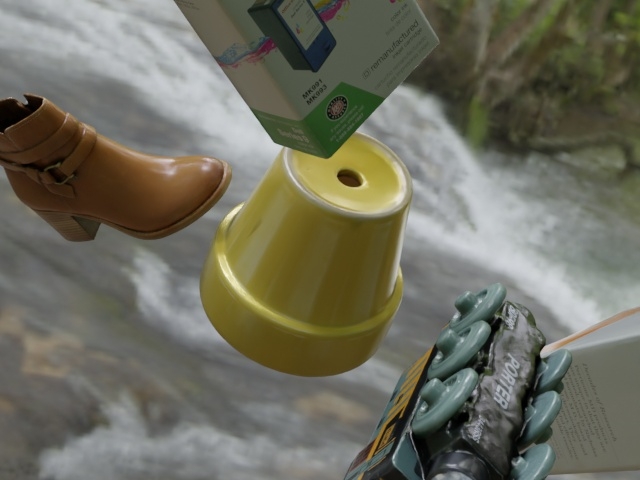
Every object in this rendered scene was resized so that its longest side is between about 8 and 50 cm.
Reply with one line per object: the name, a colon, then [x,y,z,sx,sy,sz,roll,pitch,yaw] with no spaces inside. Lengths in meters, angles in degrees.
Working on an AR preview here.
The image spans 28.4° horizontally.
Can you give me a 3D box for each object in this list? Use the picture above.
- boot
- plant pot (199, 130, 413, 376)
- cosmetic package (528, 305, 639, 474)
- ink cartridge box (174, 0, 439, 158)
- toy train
boot: [-0.271,-0.106,1.552,0.284,0.220,0.109,-5,48,29]
plant pot: [0.000,0.000,1.558,0.254,0.239,0.254,13,43,-12]
cosmetic package: [0.423,0.158,1.481,0.230,0.161,0.453,-20,-4,-22]
ink cartridge box: [-0.019,-0.199,1.059,0.154,0.212,0.093,-46,35,-15]
toy train: [0.126,0.172,1.201,0.142,0.190,0.334,45,28,-6]
